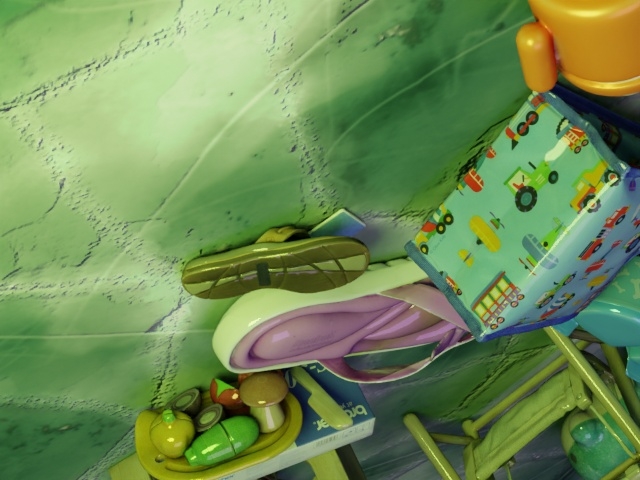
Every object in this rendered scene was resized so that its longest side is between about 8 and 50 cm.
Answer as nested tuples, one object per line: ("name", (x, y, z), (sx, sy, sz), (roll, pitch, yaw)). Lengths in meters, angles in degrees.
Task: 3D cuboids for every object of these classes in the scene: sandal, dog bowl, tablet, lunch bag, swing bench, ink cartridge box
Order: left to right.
("ink cartridge box", (-0.054, 0.198, 1.665), (0.207, 0.097, 0.046), (-19, 150, -15))
("sandal", (-0.043, 0.015, 1.437), (0.180, 0.049, 0.072), (-7, 143, -6))
("tablet", (0.000, 0.000, 1.482), (0.083, 0.006, 0.054), (-35, 150, 13))
("sandal", (0.079, 0.095, 1.603), (0.416, 0.102, 0.169), (-10, 148, -30))
("swing bench", (0.280, 0.259, 1.880), (0.253, 0.255, 0.165), (-42, 148, 26))
("lunch bag", (0.267, -0.014, 1.528), (0.293, 0.138, 0.221), (9, 126, -50))
("dog bowl", (0.392, 0.101, 1.779), (0.297, 0.074, 0.166), (32, 157, -31))

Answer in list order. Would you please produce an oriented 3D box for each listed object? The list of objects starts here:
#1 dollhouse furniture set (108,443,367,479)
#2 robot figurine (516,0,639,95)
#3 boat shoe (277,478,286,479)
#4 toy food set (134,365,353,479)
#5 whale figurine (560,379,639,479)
("dollhouse furniture set", (-0.075, 0.298, 1.744), (0.242, 0.161, 0.212), (-31, 151, 8))
("robot figurine", (0.233, -0.199, 1.227), (0.128, 0.158, 0.219), (7, 160, 22))
("boat shoe", (-0.103, 0.345, 1.911), (0.153, 0.056, 0.048), (-28, 157, 17))
("toy food set", (-0.090, 0.170, 1.589), (0.218, 0.128, 0.071), (-19, 128, -15))
("whale figurine", (0.450, 0.255, 2.134), (0.216, 0.141, 0.272), (-12, 147, -25))
